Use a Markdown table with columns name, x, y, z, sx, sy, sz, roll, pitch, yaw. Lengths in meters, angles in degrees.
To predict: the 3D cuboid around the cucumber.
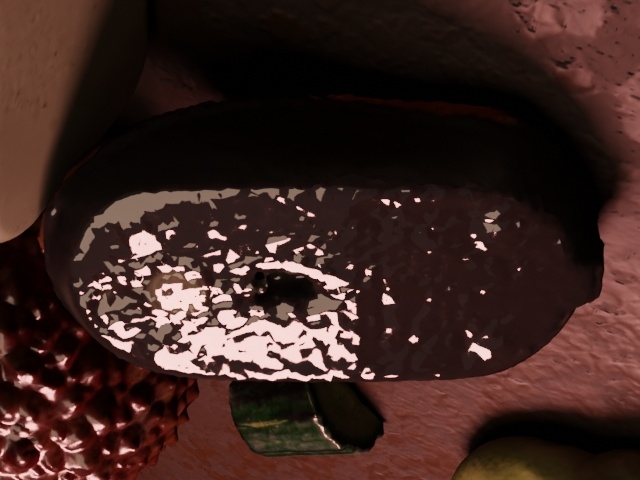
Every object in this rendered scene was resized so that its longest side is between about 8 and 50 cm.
| name | x | y | z | sx | sy | sz | roll | pitch | yaw |
| --- | --- | --- | --- | --- | --- | --- | --- | --- | --- |
| cucumber | -0.020 | 0.147 | 0.948 | 0.115 | 0.062 | 0.116 | -12 | 130 | 42 |

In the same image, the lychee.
| name | x | y | z | sx | sy | sz | roll | pitch | yaw |
| --- | --- | --- | --- | --- | --- | --- | --- | --- | --- |
| lychee | -0.212 | 0.073 | 0.808 | 0.264 | 0.264 | 0.300 | 17 | 133 | 20 |

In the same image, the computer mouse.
| name | x | y | z | sx | sy | sz | roll | pitch | yaw |
| --- | --- | --- | --- | --- | --- | --- | --- | --- | --- |
| computer mouse | 0.000 | -0.003 | 0.653 | 0.323 | 0.116 | 0.183 | 1 | 132 | 4 |

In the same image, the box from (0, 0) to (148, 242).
| name | x | y | z | sx | sy | sz | roll | pitch | yaw |
| --- | --- | --- | --- | --- | --- | --- | --- | --- | --- |
| box | -0.271 | -0.215 | 0.557 | 0.343 | 0.177 | 0.352 | 27 | 148 | 11 |

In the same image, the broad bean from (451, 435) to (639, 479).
| name | x | y | z | sx | sy | sz | roll | pitch | yaw |
| --- | --- | --- | --- | --- | --- | --- | --- | --- | --- |
| broad bean | 0.194 | 0.220 | 0.851 | 0.228 | 0.100 | 0.169 | 9 | 136 | 50 |
